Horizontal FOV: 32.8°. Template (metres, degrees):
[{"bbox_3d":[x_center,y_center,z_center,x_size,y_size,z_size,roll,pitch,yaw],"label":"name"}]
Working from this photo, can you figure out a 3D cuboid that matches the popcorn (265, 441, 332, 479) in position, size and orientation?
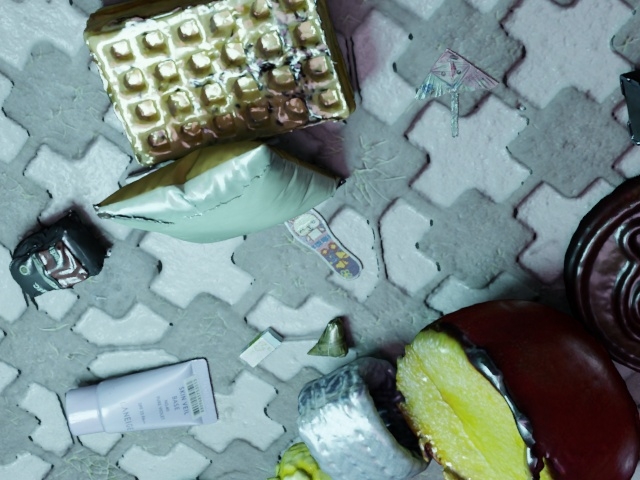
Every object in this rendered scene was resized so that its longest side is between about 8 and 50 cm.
[{"bbox_3d":[-0.020,0.501,2.071,0.225,0.249,0.249,13,122,15],"label":"popcorn"}]

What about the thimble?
[{"bbox_3d":[0.080,0.333,1.956,0.157,0.217,0.245,-29,127,22],"label":"thimble"}]

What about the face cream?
[{"bbox_3d":[-0.342,0.309,2.079,0.273,0.096,0.154,-9,116,-3],"label":"face cream"}]

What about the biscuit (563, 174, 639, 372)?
[{"bbox_3d":[0.611,0.061,1.811,0.407,0.091,0.408,3,120,6],"label":"biscuit"}]

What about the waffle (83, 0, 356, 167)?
[{"bbox_3d":[-0.150,-0.269,1.695,0.376,0.114,0.261,-10,118,12],"label":"waffle"}]

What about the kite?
[{"bbox_3d":[0.217,-0.234,1.735,0.137,0.005,0.153,-9,119,13],"label":"kite"}]

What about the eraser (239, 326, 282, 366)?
[{"bbox_3d":[-0.110,0.198,2.017,0.038,0.019,0.083,42,116,-15],"label":"eraser"}]

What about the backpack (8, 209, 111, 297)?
[{"bbox_3d":[-0.467,0.036,1.915,0.165,0.106,0.120,-30,116,19],"label":"backpack"}]

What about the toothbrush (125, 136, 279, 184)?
[{"bbox_3d":[-0.198,-0.126,1.803,0.307,0.025,0.030,-13,108,27],"label":"toothbrush"}]

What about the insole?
[{"bbox_3d":[0.000,0.000,1.897,0.065,0.004,0.197,-35,110,23],"label":"insole"}]

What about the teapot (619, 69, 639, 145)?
[{"bbox_3d":[0.530,-0.207,1.674,0.096,0.087,0.177,-22,118,-7],"label":"teapot"}]

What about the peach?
[{"bbox_3d":[0.324,0.281,1.834,0.416,0.353,0.339,31,152,-25],"label":"peach"}]

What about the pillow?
[{"bbox_3d":[-0.153,-0.073,1.737,0.312,0.310,0.119,-18,74,20],"label":"pillow"}]

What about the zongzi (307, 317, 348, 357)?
[{"bbox_3d":[0.007,0.176,1.986,0.083,0.040,0.076,1,115,26],"label":"zongzi"}]
